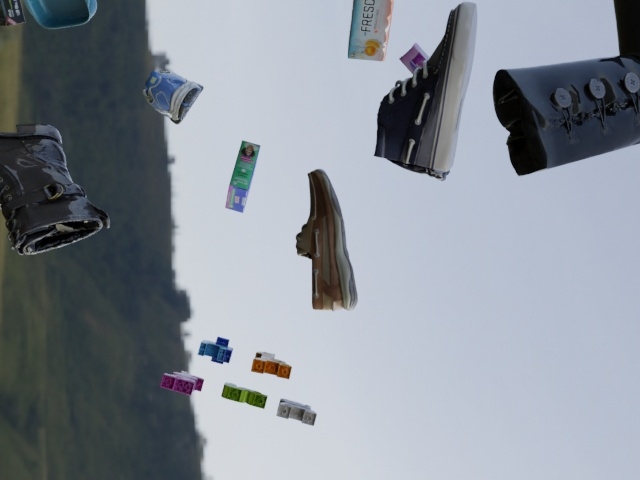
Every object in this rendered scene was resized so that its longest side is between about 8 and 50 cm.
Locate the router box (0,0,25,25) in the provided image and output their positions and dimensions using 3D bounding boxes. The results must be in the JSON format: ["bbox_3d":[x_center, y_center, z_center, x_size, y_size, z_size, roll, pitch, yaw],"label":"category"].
[{"bbox_3d":[-0.643,-0.481,2.255,0.122,0.038,0.092,15,-61,53],"label":"router box"}]

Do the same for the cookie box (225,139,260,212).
[{"bbox_3d":[-0.151,-0.123,2.161,0.092,0.040,0.107,110,-7,-60],"label":"cookie box"}]

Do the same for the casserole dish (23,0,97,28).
[{"bbox_3d":[-0.470,-0.445,2.023,0.188,0.037,0.114,2,-58,40],"label":"casserole dish"}]

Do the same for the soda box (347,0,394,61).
[{"bbox_3d":[0.080,-0.365,1.722,0.183,0.063,0.058,97,-3,-46],"label":"soda box"}]

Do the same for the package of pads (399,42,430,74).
[{"bbox_3d":[0.215,-0.380,2.414,0.083,0.032,0.050,48,-62,2],"label":"package of pads"}]

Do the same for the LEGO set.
[{"bbox_3d":[-0.108,0.196,1.641,0.093,0.227,0.087,-87,-168,-88],"label":"LEGO set"}]

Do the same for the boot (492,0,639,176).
[{"bbox_3d":[0.522,-0.339,2.179,0.146,0.445,0.367,123,-52,-65],"label":"boot"}]

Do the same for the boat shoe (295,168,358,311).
[{"bbox_3d":[0.000,0.000,2.442,0.123,0.116,0.324,72,7,-74],"label":"boat shoe"}]

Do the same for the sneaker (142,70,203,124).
[{"bbox_3d":[-0.244,-0.244,1.841,0.080,0.081,0.211,-59,-173,-5],"label":"sneaker"}]

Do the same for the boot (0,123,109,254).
[{"bbox_3d":[-0.465,-0.068,1.650,0.091,0.262,0.229,96,-27,-47],"label":"boot"}]

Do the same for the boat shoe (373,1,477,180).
[{"bbox_3d":[0.195,-0.290,2.119,0.127,0.158,0.341,-39,140,-70],"label":"boat shoe"}]
